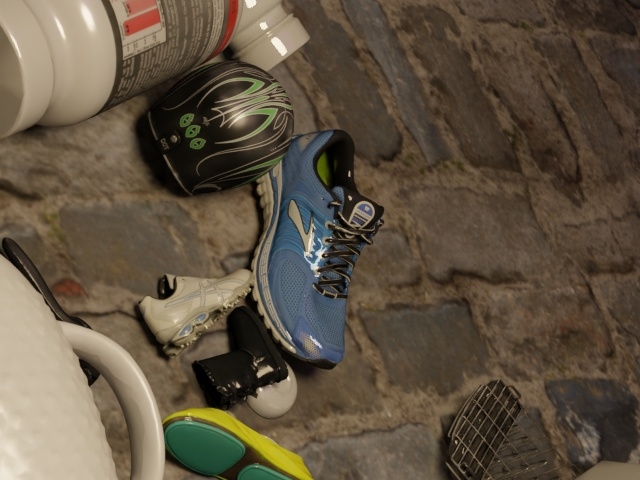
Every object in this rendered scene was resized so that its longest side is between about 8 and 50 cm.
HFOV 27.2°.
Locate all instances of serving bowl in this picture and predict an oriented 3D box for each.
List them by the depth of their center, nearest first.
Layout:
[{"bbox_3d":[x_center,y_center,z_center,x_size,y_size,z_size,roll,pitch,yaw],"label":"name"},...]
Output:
[{"bbox_3d":[-0.058,0.175,1.620,0.083,0.027,0.083,21,56,-36],"label":"serving bowl"}]

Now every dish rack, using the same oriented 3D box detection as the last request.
[{"bbox_3d":[0.268,0.338,1.835,0.271,0.074,0.208,52,41,-9],"label":"dish rack"}]

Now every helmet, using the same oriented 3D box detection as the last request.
[{"bbox_3d":[-0.113,-0.142,1.622,0.169,0.161,0.169,-25,90,-85],"label":"helmet"}]

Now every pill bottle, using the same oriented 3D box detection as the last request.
[{"bbox_3d":[-0.268,-0.250,1.493,0.363,0.210,0.210,-36,97,-49],"label":"pill bottle"},{"bbox_3d":[-0.120,-0.331,1.744,0.229,0.131,0.131,54,42,-10],"label":"pill bottle"}]

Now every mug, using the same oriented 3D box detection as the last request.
[{"bbox_3d":[-0.296,0.183,1.195,0.374,0.276,0.328,2,65,-46],"label":"mug"}]

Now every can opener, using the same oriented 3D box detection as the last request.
[{"bbox_3d":[-0.297,0.080,1.419,0.059,0.073,0.186,-41,99,-8],"label":"can opener"}]

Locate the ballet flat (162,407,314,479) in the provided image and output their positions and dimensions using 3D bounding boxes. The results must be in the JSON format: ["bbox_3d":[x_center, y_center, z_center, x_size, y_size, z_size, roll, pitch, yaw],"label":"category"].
[{"bbox_3d":[-0.097,0.240,1.525,0.231,0.077,0.077,36,27,-31],"label":"ballet flat"}]

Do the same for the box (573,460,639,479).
[{"bbox_3d":[0.342,0.454,1.686,0.345,0.168,0.215,-24,102,-35],"label":"box"}]

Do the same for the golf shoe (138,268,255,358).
[{"bbox_3d":[-0.145,0.062,1.568,0.086,0.069,0.176,48,37,2],"label":"golf shoe"}]

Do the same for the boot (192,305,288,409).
[{"bbox_3d":[-0.105,0.139,1.577,0.099,0.045,0.121,-19,61,-30],"label":"boot"}]

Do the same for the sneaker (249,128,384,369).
[{"bbox_3d":[0.000,0.000,1.670,0.130,0.147,0.330,23,55,-47],"label":"sneaker"}]
